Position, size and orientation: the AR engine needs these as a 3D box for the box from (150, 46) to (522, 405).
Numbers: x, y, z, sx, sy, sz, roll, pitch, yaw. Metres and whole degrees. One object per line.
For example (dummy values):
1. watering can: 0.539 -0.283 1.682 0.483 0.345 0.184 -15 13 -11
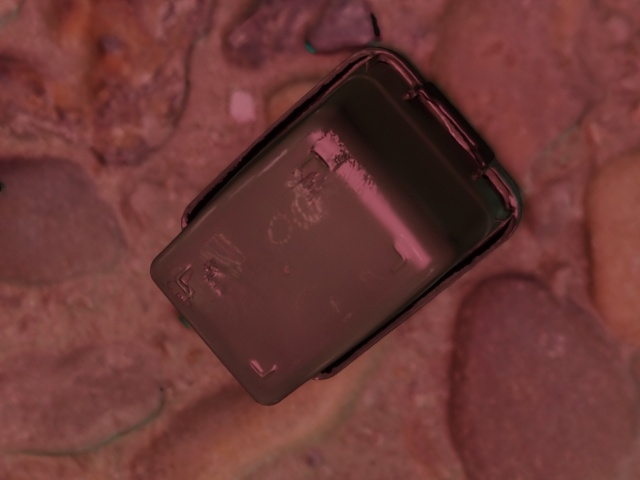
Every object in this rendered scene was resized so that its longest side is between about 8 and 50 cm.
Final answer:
1. box: 0.000 0.000 0.803 0.124 0.093 0.172 48 118 0
